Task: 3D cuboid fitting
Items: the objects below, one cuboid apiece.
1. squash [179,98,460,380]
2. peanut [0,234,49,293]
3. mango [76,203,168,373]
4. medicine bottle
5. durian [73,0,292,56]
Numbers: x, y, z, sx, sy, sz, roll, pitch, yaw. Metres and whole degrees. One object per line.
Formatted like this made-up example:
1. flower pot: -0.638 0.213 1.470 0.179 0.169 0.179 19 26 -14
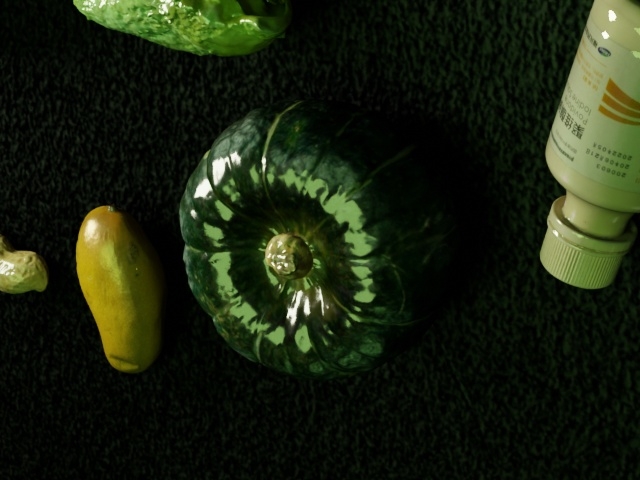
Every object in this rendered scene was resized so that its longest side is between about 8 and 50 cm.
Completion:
1. squash: 0.000 0.000 1.694 0.252 0.165 0.252 13 114 32
2. peanut: -0.327 0.023 2.001 0.113 0.054 0.054 21 120 22
3. mango: -0.193 0.051 1.906 0.098 0.075 0.190 21 125 44
4. medicine bottle: 0.239 -0.080 1.532 0.114 0.114 0.252 29 124 21
5. durian: -0.115 -0.211 1.701 0.250 0.139 0.101 17 124 29
